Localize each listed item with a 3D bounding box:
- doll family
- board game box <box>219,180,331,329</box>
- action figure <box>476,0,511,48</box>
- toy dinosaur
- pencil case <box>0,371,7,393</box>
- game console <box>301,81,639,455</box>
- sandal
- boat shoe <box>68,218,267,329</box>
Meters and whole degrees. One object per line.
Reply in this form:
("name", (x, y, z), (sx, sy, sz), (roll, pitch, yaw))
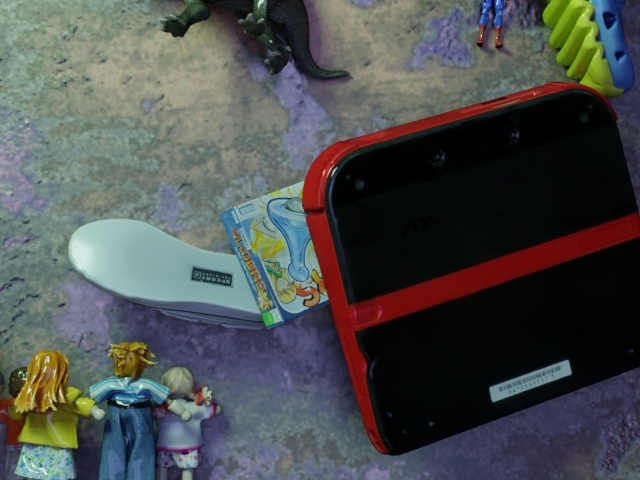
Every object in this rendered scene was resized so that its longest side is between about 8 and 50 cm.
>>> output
("doll family", (-0.237, 0.192, 1.512), (0.263, 0.118, 0.163), (0, 86, -5))
("board game box", (0.000, 0.000, 1.541), (0.201, 0.035, 0.136), (-23, 89, -37))
("action figure", (0.202, -0.284, 1.628), (0.038, 0.030, 0.115), (4, 84, 0))
("toy dinosaur", (-0.087, -0.284, 1.552), (0.313, 0.121, 0.160), (19, 52, -17))
("pencil case", (-0.492, 0.037, 1.480), (0.183, 0.160, 0.410), (-28, 89, 16))
("game console", (0.189, 0.021, 1.551), (0.386, 0.060, 0.342), (-17, 98, -19))
("sandal", (0.314, -0.321, 1.596), (0.138, 0.126, 0.317), (-14, 89, -10))
("boat shoe", (-0.154, 0.051, 1.545), (0.258, 0.084, 0.095), (18, 61, -6))
